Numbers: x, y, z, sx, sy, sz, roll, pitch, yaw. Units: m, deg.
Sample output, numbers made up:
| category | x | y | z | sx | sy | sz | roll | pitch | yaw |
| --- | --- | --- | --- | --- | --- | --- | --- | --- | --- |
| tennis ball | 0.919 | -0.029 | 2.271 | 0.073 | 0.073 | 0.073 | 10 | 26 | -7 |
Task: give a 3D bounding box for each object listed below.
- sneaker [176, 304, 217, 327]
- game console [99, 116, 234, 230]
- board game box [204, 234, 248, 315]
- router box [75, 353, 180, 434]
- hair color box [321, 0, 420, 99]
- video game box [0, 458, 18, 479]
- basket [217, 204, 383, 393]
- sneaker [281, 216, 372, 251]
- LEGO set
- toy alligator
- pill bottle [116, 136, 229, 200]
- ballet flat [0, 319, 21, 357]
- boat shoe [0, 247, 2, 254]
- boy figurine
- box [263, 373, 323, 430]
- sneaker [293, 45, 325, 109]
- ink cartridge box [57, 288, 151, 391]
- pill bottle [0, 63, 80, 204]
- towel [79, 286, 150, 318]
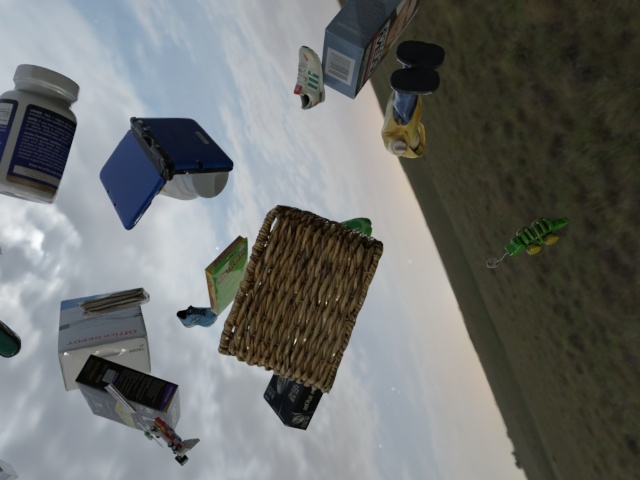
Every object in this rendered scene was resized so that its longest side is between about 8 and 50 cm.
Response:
| category | x | y | z | sx | sy | sz | roll | pitch | yaw |
| --- | --- | --- | --- | --- | --- | --- | --- | --- | --- |
| sneaker | -0.396 | 0.240 | 1.627 | 0.073 | 0.162 | 0.063 | 51 | -146 | -43 |
| game console | -0.392 | -0.177 | 1.267 | 0.293 | 0.250 | 0.173 | 47 | 133 | 41 |
| board game box | -0.230 | 0.088 | 1.268 | 0.039 | 0.124 | 0.259 | 36 | 151 | 10 |
| router box | -0.515 | 0.440 | 1.393 | 0.309 | 0.243 | 0.081 | 112 | 178 | -54 |
| hair color box | 0.143 | -0.571 | 1.315 | 0.113 | 0.374 | 0.185 | 30 | 158 | 8 |
| video game box | -0.726 | 0.519 | 1.004 | 0.048 | 0.205 | 0.187 | 51 | 147 | 8 |
| basket | -0.030 | 0.098 | 0.979 | 0.213 | 0.223 | 0.299 | -39 | -32 | -84 |
| sneaker | 0.000 | 0.000 | 1.389 | 0.123 | 0.295 | 0.109 | 64 | -168 | -62 |
| LEGO set | -0.354 | 0.383 | 1.080 | 0.244 | 0.060 | 0.182 | 49 | 150 | -4 |
| toy alligator | 0.430 | 0.000 | 1.071 | 0.051 | 0.189 | 0.056 | 34 | -151 | -48 |
| pill bottle | -0.438 | -0.222 | 1.503 | 0.188 | 0.334 | 0.188 | -27 | -56 | -48 |
| ballet flat | -0.849 | 0.214 | 1.282 | 0.213 | 0.072 | 0.068 | 52 | 162 | -17 |
| boat shoe | -0.888 | -0.023 | 1.249 | 0.102 | 0.301 | 0.108 | -33 | -42 | -38 |
| boy figurine | 0.163 | -0.230 | 0.947 | 0.285 | 0.092 | 0.177 | 75 | -153 | -69 |
| box | -0.080 | 0.449 | 1.511 | 0.077 | 0.147 | 0.180 | 26 | 180 | -31 |
| sneaker | -0.036 | -0.407 | 1.288 | 0.057 | 0.075 | 0.161 | 29 | 148 | 35 |
| ink cartridge box | -0.802 | 0.352 | 1.880 | 0.395 | 0.285 | 0.166 | -140 | 46 | -58 |
| pill bottle | -0.605 | -0.220 | 1.066 | 0.153 | 0.153 | 0.265 | 32 | -111 | -70 |
| towel | -0.619 | 0.192 | 1.546 | 0.282 | 0.187 | 0.049 | 151 | 106 | -73 |
